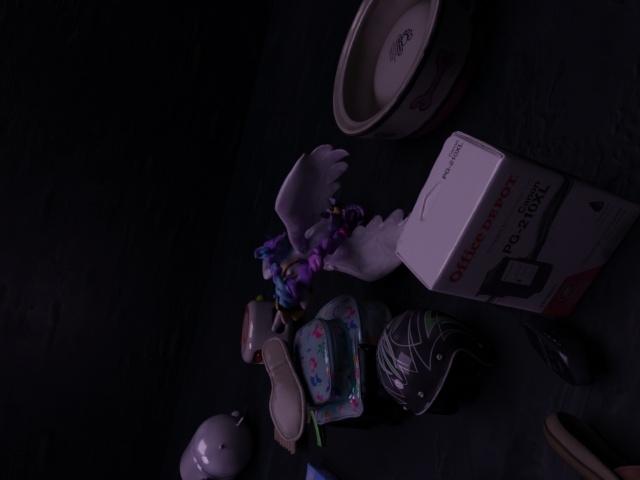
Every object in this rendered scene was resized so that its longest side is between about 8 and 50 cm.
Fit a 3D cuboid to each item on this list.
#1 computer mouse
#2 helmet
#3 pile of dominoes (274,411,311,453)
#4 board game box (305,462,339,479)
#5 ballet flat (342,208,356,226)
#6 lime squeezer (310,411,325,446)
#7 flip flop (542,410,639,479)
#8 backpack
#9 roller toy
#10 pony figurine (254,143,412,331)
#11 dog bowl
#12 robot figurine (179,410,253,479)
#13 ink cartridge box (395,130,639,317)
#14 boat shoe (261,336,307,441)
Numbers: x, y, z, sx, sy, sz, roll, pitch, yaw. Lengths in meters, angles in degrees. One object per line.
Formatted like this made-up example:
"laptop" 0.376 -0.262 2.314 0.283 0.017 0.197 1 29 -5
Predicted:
"computer mouse" 0.292 0.110 0.632 0.041 0.071 0.242 -31 28 1
"helmet" 0.167 0.188 0.717 0.169 0.162 0.169 -41 42 53
"pile of dominoes" -0.081 0.484 1.295 0.251 0.040 0.195 143 134 -67
"board game box" 0.018 0.604 0.986 0.212 0.039 0.159 -9 70 65
"ballet flat" 0.042 -0.054 1.255 0.067 0.073 0.206 -53 23 -13
"lime squeezer" -0.012 0.348 1.161 0.110 0.059 0.309 -13 66 64
"flip flop" 0.332 0.241 0.422 0.080 0.112 0.277 -58 21 7
"backpack" 0.052 0.241 0.934 0.225 0.191 0.253 -43 36 53
"roller toy" -0.161 0.287 1.407 0.191 0.147 0.209 -153 71 -75
"pony figurine" 0.000 0.000 0.977 0.351 0.303 0.363 -51 13 7
"dog bowl" 0.187 -0.404 0.992 0.408 0.151 0.407 -43 40 51
"robot figurine" -0.350 0.723 1.536 0.353 0.200 0.299 -58 6 37
"ink cartridge box" 0.240 -0.012 0.564 0.171 0.238 0.100 -68 26 21
"boat shoe" -0.061 0.289 0.890 0.075 0.065 0.206 -27 53 10
